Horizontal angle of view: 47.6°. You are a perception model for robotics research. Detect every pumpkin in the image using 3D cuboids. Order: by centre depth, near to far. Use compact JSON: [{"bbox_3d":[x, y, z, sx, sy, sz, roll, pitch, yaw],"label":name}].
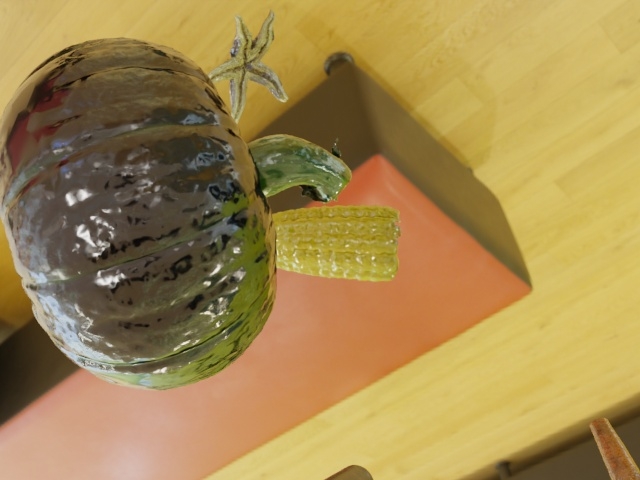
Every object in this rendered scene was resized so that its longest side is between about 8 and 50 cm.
[{"bbox_3d":[-0.096,-0.029,0.518,0.248,0.248,0.248,-5,137,-5],"label":"pumpkin"}]

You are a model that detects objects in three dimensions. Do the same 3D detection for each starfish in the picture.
[{"bbox_3d":[-0.141,-0.293,1.252,0.176,0.053,0.208,-24,131,-29],"label":"starfish"}]

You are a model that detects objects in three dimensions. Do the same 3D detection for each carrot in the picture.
[{"bbox_3d":[0.305,0.227,0.743,0.032,0.093,0.032,-7,137,-6],"label":"carrot"}]

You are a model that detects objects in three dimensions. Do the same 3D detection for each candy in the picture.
[{"bbox_3d":[0.000,0.000,0.924,0.199,0.094,0.106,3,149,1],"label":"candy"}]

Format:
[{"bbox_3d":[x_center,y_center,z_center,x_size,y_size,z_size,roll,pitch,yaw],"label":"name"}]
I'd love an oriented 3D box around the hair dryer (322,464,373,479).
[{"bbox_3d":[0.066,0.258,0.685,0.195,0.050,0.173,-6,177,28],"label":"hair dryer"}]
